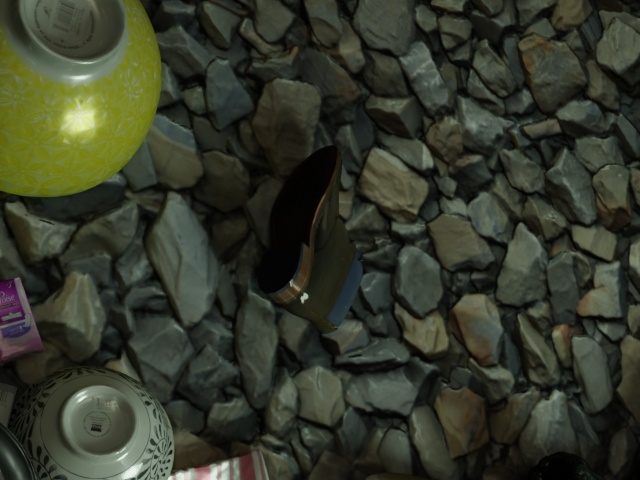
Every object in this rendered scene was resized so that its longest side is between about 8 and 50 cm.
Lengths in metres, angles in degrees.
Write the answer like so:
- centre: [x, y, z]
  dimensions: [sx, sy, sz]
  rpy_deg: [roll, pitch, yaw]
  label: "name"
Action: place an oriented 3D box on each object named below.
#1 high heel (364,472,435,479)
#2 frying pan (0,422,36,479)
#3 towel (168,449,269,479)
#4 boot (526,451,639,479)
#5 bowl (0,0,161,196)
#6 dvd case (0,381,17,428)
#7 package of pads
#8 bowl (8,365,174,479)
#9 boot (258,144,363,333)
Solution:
- centre: [0.066, 0.352, 1.472]
  dimensions: [0.261, 0.093, 0.186]
  rpy_deg: [7, 96, -45]
  label: "high heel"
- centre: [-0.323, 0.300, 1.223]
  dimensions: [0.197, 0.053, 0.326]
  rpy_deg: [-23, 88, -27]
  label: "frying pan"
- centre: [-0.124, 0.301, 1.385]
  dimensions: [0.197, 0.029, 0.144]
  rpy_deg: [-8, 78, -33]
  label: "towel"
- centre: [0.363, 0.302, 1.610]
  dimensions: [0.260, 0.131, 0.348]
  rpy_deg: [33, 60, -17]
  label: "boot"
- centre: [-0.279, -0.204, 1.400]
  dimensions: [0.289, 0.156, 0.290]
  rpy_deg: [11, 67, -27]
  label: "bowl"
- centre: [-0.393, 0.226, 1.253]
  dimensions: [0.179, 0.029, 0.239]
  rpy_deg: [20, 64, -23]
  label: "dvd case"
- centre: [-0.312, 0.081, 1.352]
  dimensions: [0.050, 0.032, 0.083]
  rpy_deg: [-15, 80, -36]
  label: "package of pads"
- centre: [-0.218, 0.187, 1.316]
  dimensions: [0.170, 0.080, 0.170]
  rpy_deg: [7, 63, -14]
  label: "bowl"
- centre: [0.000, 0.000, 1.556]
  dimensions: [0.106, 0.082, 0.219]
  rpy_deg: [46, 49, -35]
  label: "boot"
